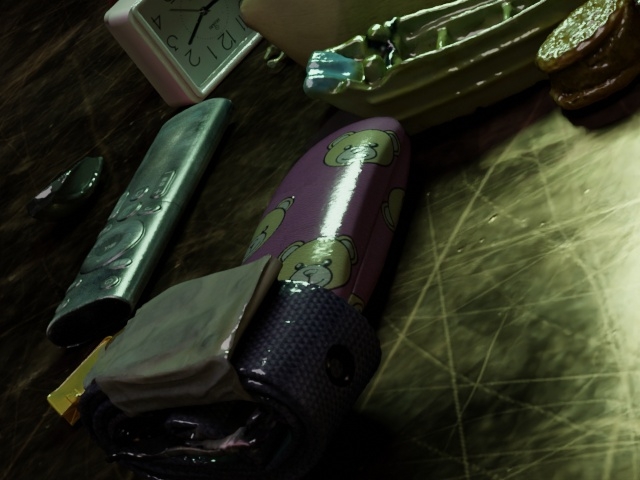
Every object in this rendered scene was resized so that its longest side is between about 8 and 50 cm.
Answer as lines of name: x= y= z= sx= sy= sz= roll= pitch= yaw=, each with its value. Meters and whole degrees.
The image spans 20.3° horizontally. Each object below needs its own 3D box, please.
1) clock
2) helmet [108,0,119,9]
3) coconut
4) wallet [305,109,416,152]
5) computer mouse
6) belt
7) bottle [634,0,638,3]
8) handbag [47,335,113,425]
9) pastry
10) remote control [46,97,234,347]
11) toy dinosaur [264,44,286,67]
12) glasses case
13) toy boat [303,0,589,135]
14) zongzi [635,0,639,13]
clock: x=-0.146 y=-0.277 z=2.159 sx=0.197 sy=0.150 sz=0.063 roll=-48 pitch=25 yaw=-24
helmet: x=-0.140 y=-0.349 z=2.287 sx=0.154 sy=0.198 sz=0.253 roll=20 pitch=64 yaw=21
coconut: x=0.023 y=-0.252 z=1.781 sx=0.224 sy=0.224 sz=0.224 roll=-33 pitch=22 yaw=15
wallet: x=0.050 y=-0.107 z=1.683 sx=0.082 sy=0.018 sz=0.157 roll=-47 pitch=23 yaw=-25
computer mouse: x=-0.293 y=-0.056 z=2.092 sx=0.079 sy=0.047 sz=0.135 roll=-33 pitch=10 yaw=31
belt: x=-0.073 y=0.109 z=1.274 sx=0.230 sy=0.139 sz=0.126 roll=-13 pitch=32 yaw=44
bottle: x=0.305 y=-0.316 z=1.593 sx=0.093 sy=0.093 sz=0.330 roll=-27 pitch=24 yaw=27
handbag: x=-0.204 y=0.127 z=1.605 sx=0.083 sy=0.027 sz=0.061 roll=-45 pitch=22 yaw=-10
pastry: x=0.221 y=-0.155 z=1.450 sx=0.109 sy=0.057 sz=0.097 roll=-46 pitch=21 yaw=-22
remote control: x=-0.181 y=-0.028 z=1.860 sx=0.107 sy=0.044 sz=0.377 roll=-29 pitch=22 yaw=31
toy dinosaur: x=-0.023 y=-0.228 z=2.019 sx=0.180 sy=0.037 sz=0.058 roll=-13 pitch=37 yaw=49
glasses case: x=0.000 y=0.000 z=1.464 sx=0.123 sy=0.076 sz=0.316 roll=-27 pitch=24 yaw=28
toy boat: x=0.125 y=-0.166 z=1.576 sx=0.276 sy=0.084 sz=0.111 roll=-19 pitch=27 yaw=20
zongzi: x=0.389 y=-0.262 z=1.242 sx=0.356 sy=0.174 sz=0.393 roll=-31 pitch=21 yaw=28
